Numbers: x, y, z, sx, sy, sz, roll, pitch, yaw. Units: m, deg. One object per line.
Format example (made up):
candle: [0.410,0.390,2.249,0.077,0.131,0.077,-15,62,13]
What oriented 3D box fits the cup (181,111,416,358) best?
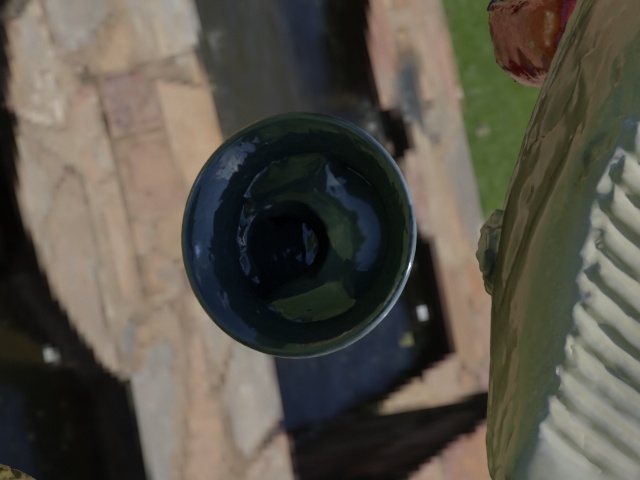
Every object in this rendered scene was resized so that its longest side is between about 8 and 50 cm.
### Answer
cup: [0.000,0.000,1.667,0.150,0.199,0.199,14,66,-73]

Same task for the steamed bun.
steamed bun: [0.222,-0.025,1.061,0.236,0.247,0.384,-138,-115,-80]

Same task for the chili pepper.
chili pepper: [0.207,-0.166,1.643,0.086,0.192,0.084,11,89,-29]

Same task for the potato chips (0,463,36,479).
potato chips: [-0.288,0.214,1.610,0.057,0.407,0.080,121,-8,-58]
